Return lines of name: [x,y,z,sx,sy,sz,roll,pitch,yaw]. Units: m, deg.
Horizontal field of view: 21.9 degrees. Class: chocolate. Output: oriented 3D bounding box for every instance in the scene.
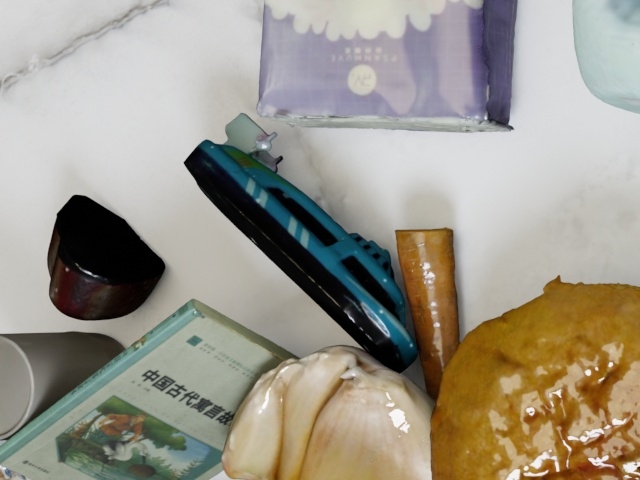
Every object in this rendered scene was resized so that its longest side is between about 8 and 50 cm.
chocolate: [-0.234,0.030,1.731,0.080,0.125,0.149,-57,30,23]

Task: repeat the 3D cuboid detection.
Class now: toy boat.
toy boat: [0.000,0.000,1.606,0.092,0.134,0.299,-44,70,-10]

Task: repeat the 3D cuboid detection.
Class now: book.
book: [-0.154,0.177,1.630,0.282,0.215,0.025,-37,44,23]

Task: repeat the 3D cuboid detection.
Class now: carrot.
carrot: [0.114,0.097,1.577,0.057,0.057,0.224,-8,90,26]

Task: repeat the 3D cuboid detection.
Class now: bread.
bread: [0.248,0.190,1.439,0.312,0.172,0.312,-2,86,25]

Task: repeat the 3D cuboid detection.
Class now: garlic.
garlic: [0.035,0.184,1.564,0.217,0.110,0.228,36,133,4]

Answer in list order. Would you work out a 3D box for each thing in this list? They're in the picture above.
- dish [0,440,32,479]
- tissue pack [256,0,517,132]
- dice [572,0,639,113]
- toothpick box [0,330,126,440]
dish: [-0.296,0.237,1.764,0.141,0.078,0.141,45,149,38]
tissue pack: [0.071,-0.277,1.570,0.242,0.125,0.344,3,89,26]
dice: [0.368,-0.223,1.346,0.268,0.262,0.265,12,93,27]
toothpick box: [-0.281,0.148,1.698,0.111,0.180,0.111,-2,86,27]
